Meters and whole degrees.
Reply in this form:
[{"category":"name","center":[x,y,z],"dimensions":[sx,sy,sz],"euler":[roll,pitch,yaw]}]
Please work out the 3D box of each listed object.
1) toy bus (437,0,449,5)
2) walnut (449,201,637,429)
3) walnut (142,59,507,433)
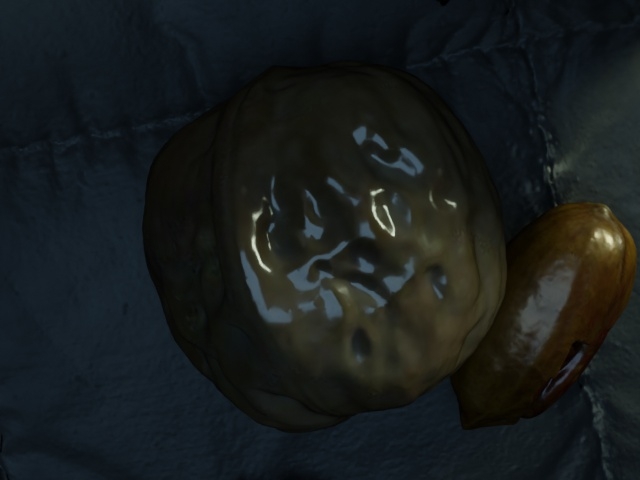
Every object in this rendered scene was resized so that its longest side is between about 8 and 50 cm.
[{"category":"toy bus","center":[0.110,-0.267,0.989],"dimensions":[0.077,0.079,0.174],"euler":[30,99,8]},{"category":"walnut","center":[0.167,0.063,1.017],"dimensions":[0.115,0.116,0.207],"euler":[32,99,-1]},{"category":"walnut","center":[-0.002,0.001,0.957],"dimensions":[0.227,0.273,0.273],"euler":[-17,100,-36]}]
